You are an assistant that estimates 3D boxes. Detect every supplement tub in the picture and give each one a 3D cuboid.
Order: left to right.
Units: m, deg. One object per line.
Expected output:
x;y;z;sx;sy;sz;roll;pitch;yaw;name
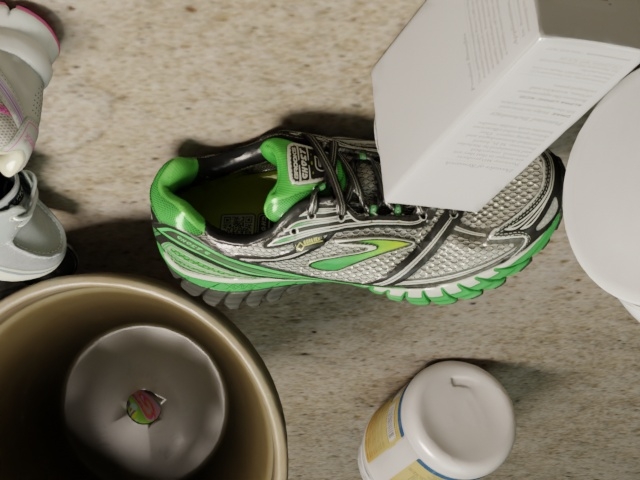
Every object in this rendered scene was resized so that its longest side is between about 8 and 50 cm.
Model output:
0.136;0.242;1.761;0.144;0.144;0.199;3;155;-19;supplement tub
0.362;-0.010;1.145;0.316;0.228;0.228;17;147;-42;supplement tub

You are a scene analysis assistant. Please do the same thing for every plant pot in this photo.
-0.187;0.179;1.369;0.323;0.323;0.280;-6;-176;1;plant pot

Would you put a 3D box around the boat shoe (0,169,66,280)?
-0.268;-0.030;1.143;0.081;0.079;0.227;-15;151;30;boat shoe

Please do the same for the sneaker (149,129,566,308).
0.027;-0.023;1.159;0.343;0.134;0.146;-9;155;8;sneaker

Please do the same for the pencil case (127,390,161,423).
-0.230;0.220;1.662;0.124;0.124;0.284;-13;156;16;pencil case

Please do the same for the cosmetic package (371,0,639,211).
0.119;-0.120;0.984;0.085;0.117;0.231;5;155;-20;cosmetic package

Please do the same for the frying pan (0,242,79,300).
-0.348;0.016;1.276;0.197;0.053;0.326;-17;157;20;frying pan

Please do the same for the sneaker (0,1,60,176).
-0.302;-0.087;0.970;0.252;0.111;0.103;-6;156;2;sneaker
